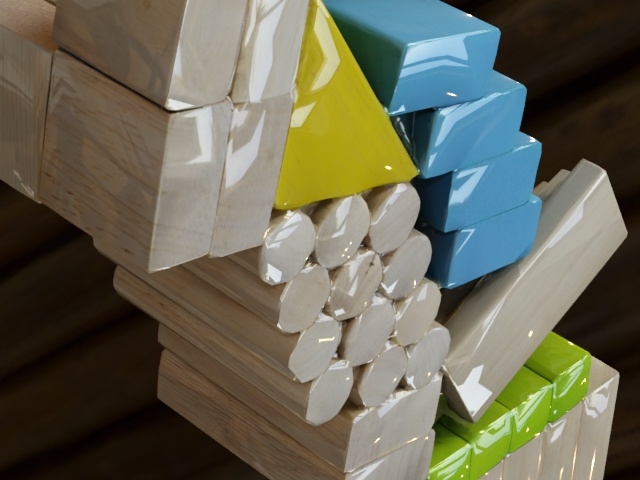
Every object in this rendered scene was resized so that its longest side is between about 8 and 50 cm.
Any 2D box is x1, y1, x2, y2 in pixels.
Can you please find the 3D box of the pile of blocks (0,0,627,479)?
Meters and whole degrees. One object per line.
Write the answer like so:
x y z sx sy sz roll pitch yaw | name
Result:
0.000 0.000 0.559 0.112 0.149 0.362 31 -20 34 | pile of blocks
